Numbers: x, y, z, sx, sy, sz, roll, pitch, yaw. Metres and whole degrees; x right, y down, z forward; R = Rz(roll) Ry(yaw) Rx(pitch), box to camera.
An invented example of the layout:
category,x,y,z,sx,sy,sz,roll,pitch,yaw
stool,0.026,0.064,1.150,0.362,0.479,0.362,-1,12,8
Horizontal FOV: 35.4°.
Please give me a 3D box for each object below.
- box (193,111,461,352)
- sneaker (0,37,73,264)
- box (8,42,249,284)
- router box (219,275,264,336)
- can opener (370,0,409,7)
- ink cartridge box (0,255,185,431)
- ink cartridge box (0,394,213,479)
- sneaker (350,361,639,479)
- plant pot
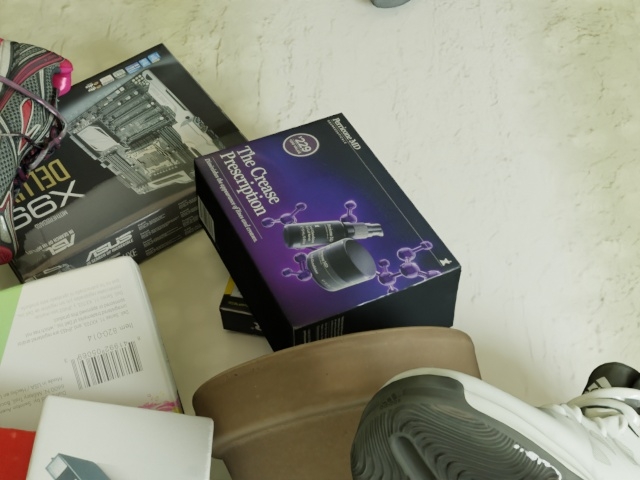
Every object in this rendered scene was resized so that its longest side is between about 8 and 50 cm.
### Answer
category,x,y,z,sx,sy,sz,roll,pitch,yaw
box,0.000,0.000,1.047,0.184,0.103,0.261,-18,49,-20
sneaker,-0.336,-0.108,1.104,0.112,0.121,0.299,8,56,-18
box,-0.258,-0.083,1.199,0.308,0.076,0.242,-29,57,-18
router box,-0.007,0.049,1.107,0.179,0.046,0.133,9,53,9
can opener,0.160,-0.420,1.452,0.280,0.074,0.093,-35,94,-20
ink cartridge box,-0.214,0.212,0.897,0.207,0.119,0.353,-16,85,-9
ink cartridge box,-0.220,0.252,0.719,0.261,0.066,0.296,9,49,-10
sneaker,0.190,0.182,0.822,0.169,0.447,0.257,-30,33,30
plant pot,0.032,0.221,0.877,0.263,0.263,0.229,-10,72,-5
